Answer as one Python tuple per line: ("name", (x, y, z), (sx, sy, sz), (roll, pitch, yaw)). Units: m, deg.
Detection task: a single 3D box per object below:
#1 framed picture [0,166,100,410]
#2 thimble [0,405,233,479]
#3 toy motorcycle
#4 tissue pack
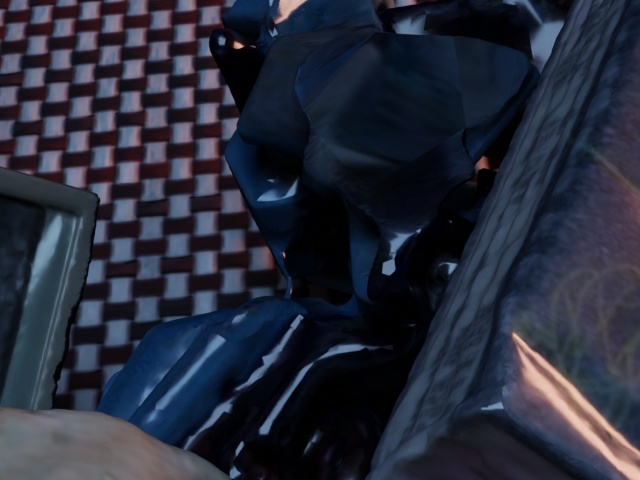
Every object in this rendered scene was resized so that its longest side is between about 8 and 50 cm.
("framed picture", (-0.218, 0.078, 0.836), (0.192, 0.018, 0.265), (15, 76, -14))
("thimble", (-0.116, 0.212, 0.659), (0.291, 0.291, 0.195), (-9, 45, -2))
("toy motorcycle", (0.000, 0.000, 0.938), (0.232, 0.172, 0.416), (14, 60, 30))
("tissue pack", (0.213, 0.025, 0.812), (0.288, 0.124, 0.394), (35, 51, -10))
